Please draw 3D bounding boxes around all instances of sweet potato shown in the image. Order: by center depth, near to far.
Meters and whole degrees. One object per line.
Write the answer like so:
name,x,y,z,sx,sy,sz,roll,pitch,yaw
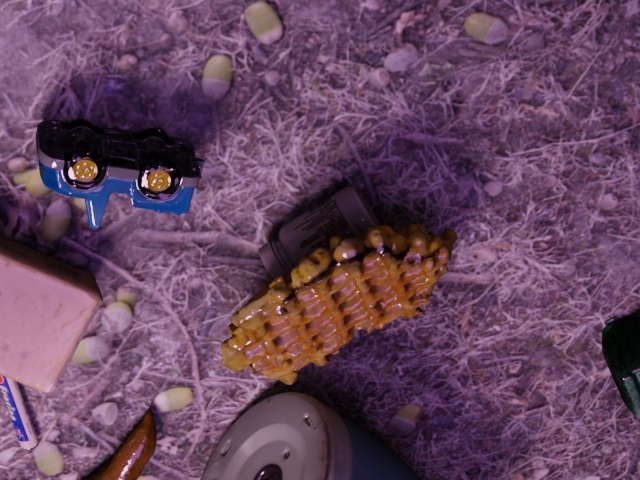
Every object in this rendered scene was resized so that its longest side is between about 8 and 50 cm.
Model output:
sweet potato,-0.284,0.329,1.920,0.067,0.067,0.274,32,103,-27

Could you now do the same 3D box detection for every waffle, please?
waffle,0.023,0.074,1.783,0.301,0.058,0.281,-38,153,21

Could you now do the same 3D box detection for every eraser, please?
eraser,-0.431,0.046,1.694,0.343,0.078,0.144,24,100,-23

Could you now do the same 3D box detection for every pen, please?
pen,-0.386,0.175,1.825,0.025,0.025,0.204,-15,122,-4

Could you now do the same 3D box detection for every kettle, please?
kettle,0.011,0.385,1.947,0.319,0.247,0.342,-22,138,37

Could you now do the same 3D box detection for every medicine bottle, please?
medicine bottle,0.000,0.000,1.780,0.140,0.079,0.079,-32,122,7

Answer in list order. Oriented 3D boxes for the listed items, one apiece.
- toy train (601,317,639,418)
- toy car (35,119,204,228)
toy train,0.500,0.205,1.995,0.178,0.138,0.330,-21,125,11
toy car,-0.230,-0.071,1.674,0.191,0.097,0.100,8,118,-17
